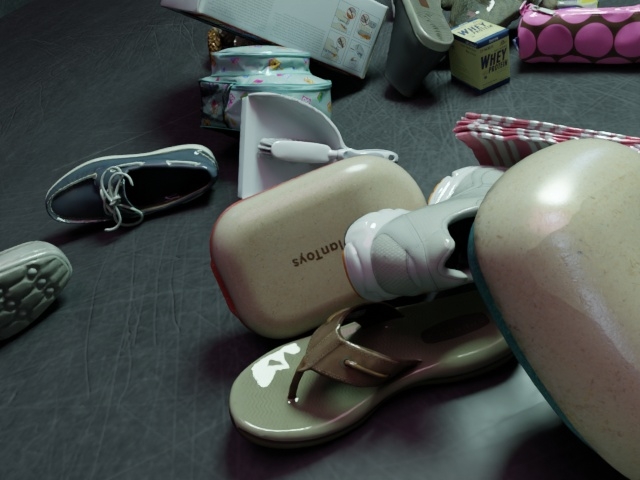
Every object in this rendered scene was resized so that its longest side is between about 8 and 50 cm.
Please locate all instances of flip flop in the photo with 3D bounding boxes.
[{"bbox_3d":[0.048,0.095,0.507,0.277,0.080,0.112,-18,39,-1],"label":"flip flop"}]

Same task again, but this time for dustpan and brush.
[{"bbox_3d":[0.001,-0.118,0.772,0.211,0.147,0.060,1,7,-23],"label":"dustpan and brush"}]

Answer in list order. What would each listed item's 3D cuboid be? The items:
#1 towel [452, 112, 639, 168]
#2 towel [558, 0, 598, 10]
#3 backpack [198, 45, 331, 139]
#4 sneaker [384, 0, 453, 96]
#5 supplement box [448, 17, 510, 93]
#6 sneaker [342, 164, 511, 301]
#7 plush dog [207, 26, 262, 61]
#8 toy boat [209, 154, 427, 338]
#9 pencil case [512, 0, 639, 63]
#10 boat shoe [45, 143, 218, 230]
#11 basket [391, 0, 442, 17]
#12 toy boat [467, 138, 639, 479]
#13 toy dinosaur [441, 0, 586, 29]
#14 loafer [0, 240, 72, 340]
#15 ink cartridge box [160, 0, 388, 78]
[{"bbox_3d":[0.249,-0.075,0.598,0.197,0.144,0.029,20,81,37],"label":"towel"},{"bbox_3d":[0.454,-0.420,1.022,0.083,0.009,0.060,9,46,28],"label":"towel"},{"bbox_3d":[-0.075,-0.217,0.858,0.166,0.144,0.188,-14,31,-41],"label":"backpack"},{"bbox_3d":[0.138,-0.345,0.929,0.083,0.118,0.222,11,51,-20],"label":"sneaker"},{"bbox_3d":[0.245,-0.287,0.884,0.056,0.083,0.083,-26,39,-10],"label":"supplement box"},{"bbox_3d":[0.148,-0.008,0.529,0.262,0.099,0.121,-27,18,-39],"label":"sneaker"},{"bbox_3d":[-0.146,-0.479,1.201,0.262,0.210,0.225,-44,20,-31],"label":"plush dog"},{"bbox_3d":[0.000,0.000,0.617,0.231,0.150,0.151,-23,10,-6],"label":"toy boat"},{"bbox_3d":[0.401,-0.311,0.843,0.209,0.098,0.095,8,51,28],"label":"pencil case"},{"bbox_3d":[-0.272,-0.071,0.819,0.255,0.095,0.079,-11,27,-6],"label":"boat shoe"},{"bbox_3d":[0.210,-0.549,1.186,0.103,0.113,0.167,2,43,19],"label":"basket"},{"bbox_3d":[0.256,0.032,0.437,0.318,0.148,0.267,-31,85,-31],"label":"toy boat"},{"bbox_3d":[0.267,-0.382,0.962,0.314,0.121,0.160,-23,33,-11],"label":"toy dinosaur"},{"bbox_3d":[-0.459,0.090,0.680,0.320,0.112,0.111,-31,49,-16],"label":"loafer"},{"bbox_3d":[-0.093,-0.402,0.975,0.310,0.130,0.272,11,17,-34],"label":"ink cartridge box"}]
